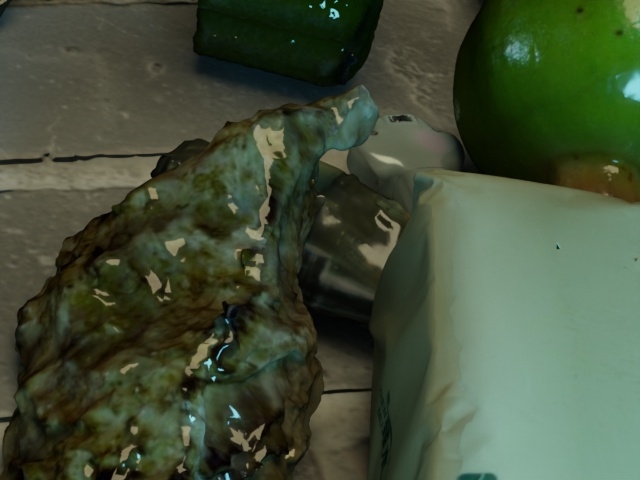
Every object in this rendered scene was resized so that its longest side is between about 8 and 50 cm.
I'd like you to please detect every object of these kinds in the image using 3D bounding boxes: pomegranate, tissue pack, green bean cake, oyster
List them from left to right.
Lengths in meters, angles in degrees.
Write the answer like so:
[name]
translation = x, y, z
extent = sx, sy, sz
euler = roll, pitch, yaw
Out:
[oyster]
translation = -0.098, 0.051, 1.105
extent = 0.204, 0.111, 0.396
euler = 9, 57, 9
[green bean cake]
translation = -0.008, -0.283, 1.455
extent = 0.156, 0.250, 0.247
euler = 12, 38, -4
[pomegranate]
translation = 0.206, -0.081, 1.328
extent = 0.236, 0.236, 0.301
euler = 16, 59, -1
[tissue pack]
translation = 0.172, 0.152, 1.026
extent = 0.297, 0.207, 0.380
euler = 10, 39, -7

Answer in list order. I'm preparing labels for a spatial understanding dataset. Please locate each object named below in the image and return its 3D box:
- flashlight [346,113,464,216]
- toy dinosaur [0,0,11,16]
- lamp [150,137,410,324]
[flashlight]
translation = 0.085, -0.016, 1.331
extent = 0.093, 0.047, 0.200
euler = -4, 45, -23
[toy dinosaur]
translation = -0.247, -0.266, 1.407
extent = 0.087, 0.179, 0.187
euler = 17, 41, 3
[lamp]
translation = 0.000, 0.000, 1.238
extent = 0.250, 0.101, 0.101
euler = 28, 40, 10
